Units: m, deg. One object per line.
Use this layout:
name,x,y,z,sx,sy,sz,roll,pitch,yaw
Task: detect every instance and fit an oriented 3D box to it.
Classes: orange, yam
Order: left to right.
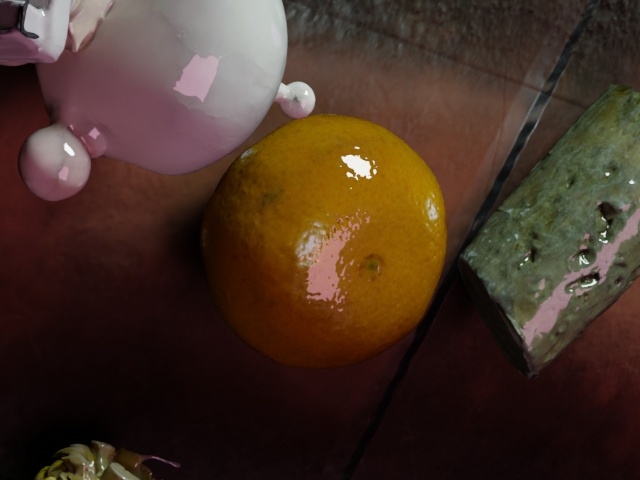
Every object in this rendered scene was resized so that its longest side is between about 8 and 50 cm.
orange,0.000,0.000,1.077,0.156,0.124,0.156,-9,107,-30
yam,0.178,-0.005,1.248,0.194,0.107,0.107,-47,139,-6

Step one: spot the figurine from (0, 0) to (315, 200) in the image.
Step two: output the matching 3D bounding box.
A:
figurine,-0.099,-0.122,0.899,0.144,0.182,0.256,-20,158,28

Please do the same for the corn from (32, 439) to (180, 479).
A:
corn,-0.179,0.263,1.110,0.106,0.106,0.305,7,117,-45
